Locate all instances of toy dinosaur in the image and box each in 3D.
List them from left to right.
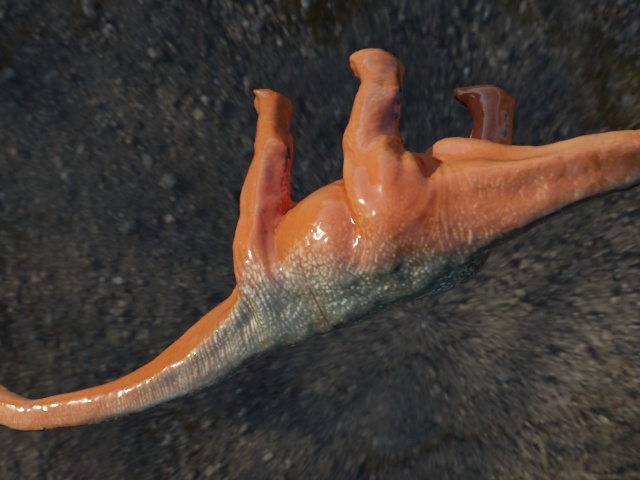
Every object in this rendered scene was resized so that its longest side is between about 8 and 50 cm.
[{"bbox_3d":[-0.004,-0.003,0.412,0.280,0.055,0.101,-18,49,33],"label":"toy dinosaur"}]
